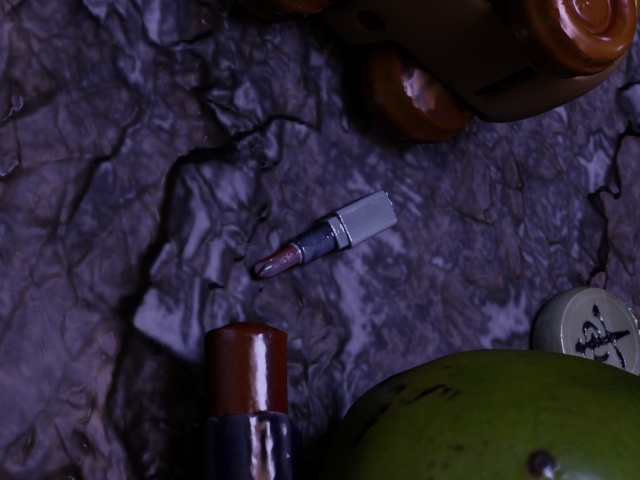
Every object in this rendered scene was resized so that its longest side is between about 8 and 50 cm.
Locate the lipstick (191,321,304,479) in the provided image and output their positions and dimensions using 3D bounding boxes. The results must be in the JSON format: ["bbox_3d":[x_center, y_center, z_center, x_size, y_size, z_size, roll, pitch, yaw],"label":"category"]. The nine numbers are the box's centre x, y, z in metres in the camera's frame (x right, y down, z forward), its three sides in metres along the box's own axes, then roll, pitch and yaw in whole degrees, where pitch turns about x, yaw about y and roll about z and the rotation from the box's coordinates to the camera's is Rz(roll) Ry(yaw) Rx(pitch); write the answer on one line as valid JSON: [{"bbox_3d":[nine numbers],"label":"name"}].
[{"bbox_3d":[-0.040,0.195,1.068,0.081,0.081,0.299,7,73,-36],"label":"lipstick"}]

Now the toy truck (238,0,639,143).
[{"bbox_3d":[0.095,-0.195,1.210,0.288,0.204,0.211,43,52,-20],"label":"toy truck"}]

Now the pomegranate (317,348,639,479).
[{"bbox_3d":[0.144,0.226,1.070,0.310,0.216,0.358,39,44,-47],"label":"pomegranate"}]

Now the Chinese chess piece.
[{"bbox_3d":[0.184,0.073,1.309,0.084,0.034,0.084,11,70,-34],"label":"Chinese chess piece"}]

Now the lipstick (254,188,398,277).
[{"bbox_3d":[0.000,0.000,1.195,0.107,0.025,0.025,-27,94,-33],"label":"lipstick"}]
